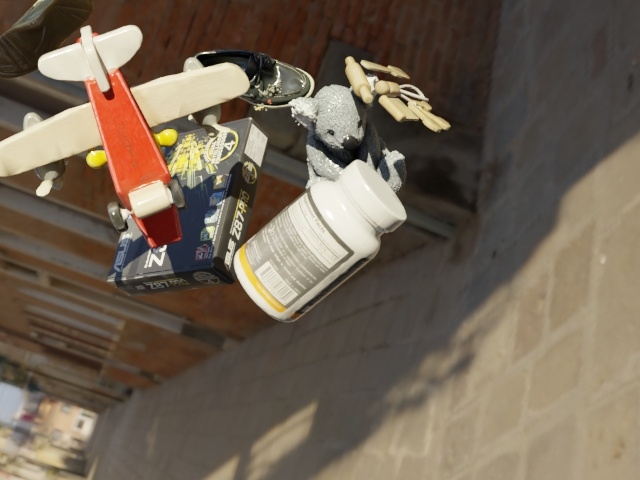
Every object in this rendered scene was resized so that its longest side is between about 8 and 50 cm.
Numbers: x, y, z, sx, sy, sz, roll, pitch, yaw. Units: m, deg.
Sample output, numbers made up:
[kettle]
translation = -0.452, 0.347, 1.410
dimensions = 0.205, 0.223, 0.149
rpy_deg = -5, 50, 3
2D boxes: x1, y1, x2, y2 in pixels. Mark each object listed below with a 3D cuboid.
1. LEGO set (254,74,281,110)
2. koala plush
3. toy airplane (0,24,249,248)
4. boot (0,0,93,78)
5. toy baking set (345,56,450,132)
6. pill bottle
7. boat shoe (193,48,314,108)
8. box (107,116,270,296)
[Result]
[LEGO set]
translation = -0.095, -0.277, 1.859
dimensions = 0.023, 0.054, 0.083
rpy_deg = 53, 147, 29
[koala plush]
translation = 0.037, -0.204, 1.806
dimensions = 0.221, 0.196, 0.203
rpy_deg = 71, -179, -50
[toy airplane]
translation = -0.377, -0.221, 1.835
dimensions = 0.385, 0.386, 0.272
rpy_deg = -65, 11, 5
[boot]
translation = -0.565, -0.452, 1.992
dimensions = 0.262, 0.095, 0.203
rpy_deg = -37, 28, 14
[toy baking set]
translation = 0.127, -0.257, 1.704
dimensions = 0.030, 0.196, 0.256
rpy_deg = -55, 32, 23
[pill bottle]
translation = 0.000, 0.000, 1.646
dimensions = 0.278, 0.162, 0.162
rpy_deg = -40, 19, 17
[boat shoe]
translation = -0.184, -0.434, 2.513
dimensions = 0.127, 0.340, 0.113
rpy_deg = -66, -24, -8
[box]
translation = -0.298, -0.075, 2.219
dimensions = 0.318, 0.097, 0.395
rpy_deg = -8, 57, 34
